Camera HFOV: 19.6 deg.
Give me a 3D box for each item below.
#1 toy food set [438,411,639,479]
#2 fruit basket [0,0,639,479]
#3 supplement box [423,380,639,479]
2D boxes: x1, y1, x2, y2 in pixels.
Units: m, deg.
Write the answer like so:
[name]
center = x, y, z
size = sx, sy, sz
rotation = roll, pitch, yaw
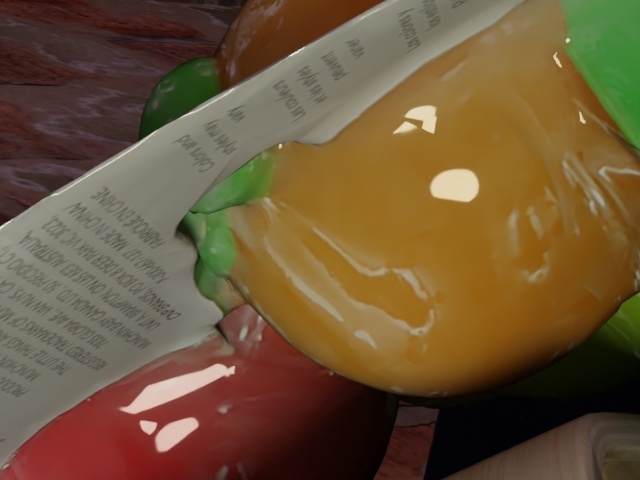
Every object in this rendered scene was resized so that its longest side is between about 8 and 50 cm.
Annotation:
[toy food set]
center = 0.018, 0.130, 0.468
size = 0.220, 0.092, 0.306
rotation = -27, -16, 18
[fruit basket]
center = 0.000, 0.000, 0.479
size = 0.353, 0.165, 0.327
rotation = -27, -15, 4
[supplement box]
center = 0.242, 0.107, 0.792
size = 0.357, 0.194, 0.195
rotation = 4, 16, -28
